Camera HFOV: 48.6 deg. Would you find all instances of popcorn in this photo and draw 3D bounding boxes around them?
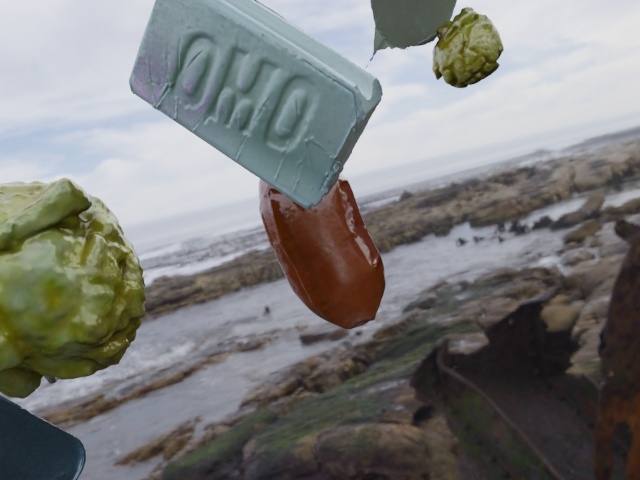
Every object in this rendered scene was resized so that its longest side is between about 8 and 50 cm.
[{"bbox_3d":[-0.312,0.043,0.780,0.255,0.256,0.195,-52,19,14],"label":"popcorn"},{"bbox_3d":[0.214,-0.287,1.053,0.120,0.106,0.116,-42,38,-17],"label":"popcorn"}]

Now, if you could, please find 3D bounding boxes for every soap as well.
[{"bbox_3d":[-0.070,-0.162,0.764,0.094,0.261,0.150,-43,-15,-55],"label":"soap"}]

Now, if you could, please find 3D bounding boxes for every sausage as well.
[{"bbox_3d":[-0.002,0.001,0.969,0.133,0.259,0.133,-24,9,4],"label":"sausage"}]

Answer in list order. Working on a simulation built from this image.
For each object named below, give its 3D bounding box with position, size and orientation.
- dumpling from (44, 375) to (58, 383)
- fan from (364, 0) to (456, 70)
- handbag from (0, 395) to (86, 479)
[{"bbox_3d":[-0.563,0.166,1.517,0.163,0.293,0.204,-10,11,-36],"label":"dumpling"},{"bbox_3d":[0.101,-0.308,1.028,0.182,0.310,0.010,36,-4,-41],"label":"fan"},{"bbox_3d":[-0.320,0.206,0.585,0.062,0.229,0.179,3,57,35],"label":"handbag"}]
